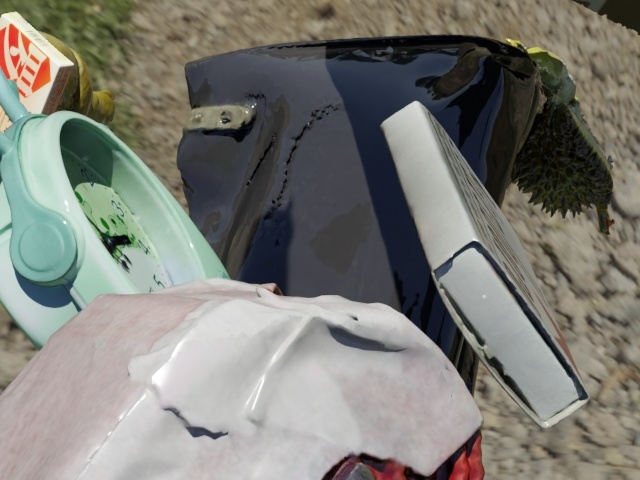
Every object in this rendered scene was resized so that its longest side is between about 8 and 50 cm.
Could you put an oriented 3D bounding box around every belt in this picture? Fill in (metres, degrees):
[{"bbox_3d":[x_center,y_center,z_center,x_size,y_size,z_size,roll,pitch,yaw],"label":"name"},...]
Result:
[{"bbox_3d":[-0.041,0.100,0.505,0.128,0.124,0.201,43,72,-22],"label":"belt"}]

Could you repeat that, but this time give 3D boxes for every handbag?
[{"bbox_3d":[0.000,0.000,1.320,0.288,0.152,0.342,12,84,22],"label":"handbag"}]

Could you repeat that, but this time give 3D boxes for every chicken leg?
[{"bbox_3d":[-0.237,-0.118,1.488,0.088,0.227,0.103,-1,78,12],"label":"chicken leg"}]

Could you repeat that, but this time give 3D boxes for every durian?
[{"bbox_3d":[0.190,-0.079,1.458,0.102,0.208,0.146,-31,32,12],"label":"durian"}]

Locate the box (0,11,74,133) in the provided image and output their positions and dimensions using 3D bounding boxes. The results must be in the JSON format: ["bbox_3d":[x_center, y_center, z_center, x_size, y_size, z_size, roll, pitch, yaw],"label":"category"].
[{"bbox_3d":[-0.194,-0.091,1.094,0.058,0.015,0.093,41,124,22],"label":"box"}]

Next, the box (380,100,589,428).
[{"bbox_3d":[0.082,0.008,0.902,0.036,0.177,0.115,-32,115,10],"label":"box"}]

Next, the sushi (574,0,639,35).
[{"bbox_3d":[0.365,-0.287,1.485,0.339,0.320,0.069,-43,49,26],"label":"sushi"}]

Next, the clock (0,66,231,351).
[{"bbox_3d":[-0.121,0.002,0.895,0.066,0.159,0.211,-33,107,14],"label":"clock"}]
